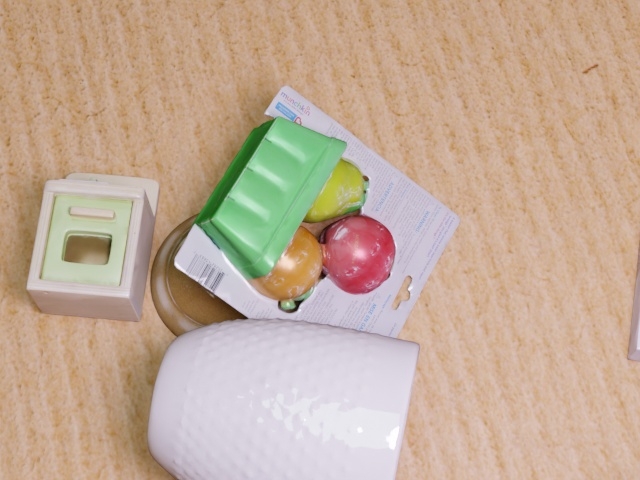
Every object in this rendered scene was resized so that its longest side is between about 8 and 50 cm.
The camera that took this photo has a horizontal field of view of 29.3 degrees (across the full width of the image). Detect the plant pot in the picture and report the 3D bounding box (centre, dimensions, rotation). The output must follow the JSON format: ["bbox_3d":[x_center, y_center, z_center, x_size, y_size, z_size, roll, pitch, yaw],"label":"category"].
[{"bbox_3d":[-0.141,0.053,1.851,0.236,0.032,0.236,0,69,1],"label":"plant pot"}]

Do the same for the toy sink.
[{"bbox_3d":[-0.334,-0.013,1.825,0.153,0.131,0.234,6,68,2],"label":"toy sink"}]

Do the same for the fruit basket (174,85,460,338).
[{"bbox_3d":[0.000,0.000,1.803,0.353,0.165,0.327,37,71,-23],"label":"fruit basket"}]

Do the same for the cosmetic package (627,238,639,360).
[{"bbox_3d":[0.522,0.066,1.823,0.099,0.060,0.239,9,69,5],"label":"cosmetic package"}]

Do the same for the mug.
[{"bbox_3d":[-0.060,0.287,1.655,0.328,0.276,0.374,11,101,6],"label":"mug"}]
